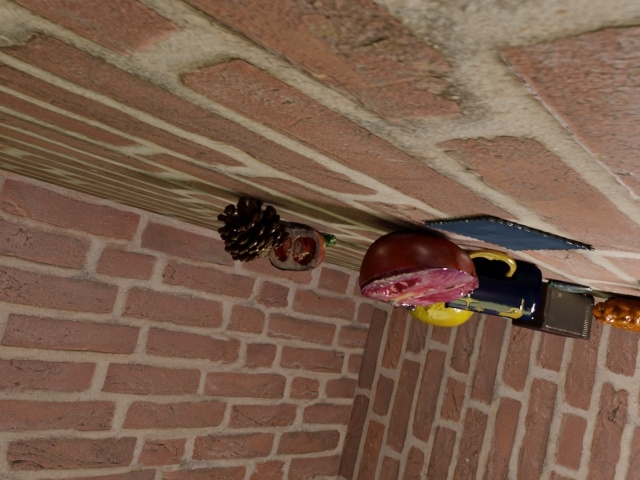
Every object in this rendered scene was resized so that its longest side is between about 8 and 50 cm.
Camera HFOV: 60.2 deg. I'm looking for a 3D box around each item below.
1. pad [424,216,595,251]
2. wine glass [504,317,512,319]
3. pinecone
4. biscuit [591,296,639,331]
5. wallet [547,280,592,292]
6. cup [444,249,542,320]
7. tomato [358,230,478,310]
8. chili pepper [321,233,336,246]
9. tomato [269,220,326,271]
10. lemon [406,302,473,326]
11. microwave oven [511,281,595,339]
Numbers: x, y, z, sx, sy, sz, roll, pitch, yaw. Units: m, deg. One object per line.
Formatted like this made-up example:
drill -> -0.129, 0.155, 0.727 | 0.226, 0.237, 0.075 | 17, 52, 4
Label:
pad -> 0.400, -0.010, 1.205 | 0.269, 0.012, 0.270 | 15, 174, -18
wine glass -> 0.794, 0.252, 2.310 | 0.073, 0.155, 0.073 | 13, 179, 0
pinecone -> -0.197, -0.033, 1.559 | 0.169, 0.185, 0.212 | 36, 165, 24
biscuit -> 1.113, 0.263, 1.886 | 0.318, 0.110, 0.312 | 9, 176, 41
wallet -> 0.840, 0.159, 1.869 | 0.129, 0.026, 0.088 | 11, 175, 14
cup -> 0.498, 0.130, 1.595 | 0.257, 0.178, 0.255 | 9, 176, 15
tomato -> 0.268, 0.060, 1.468 | 0.335, 0.176, 0.290 | 17, 153, -35
chili pepper -> -0.006, -0.001, 2.105 | 0.073, 0.050, 0.182 | 15, 175, -26
tomato -> -0.074, 0.019, 1.997 | 0.214, 0.180, 0.155 | 12, -170, 20
lemon -> 0.436, 0.191, 2.017 | 0.261, 0.260, 0.284 | 17, 164, -38
microwave oven -> 0.876, 0.265, 2.095 | 0.248, 0.177, 0.188 | 15, 174, -18
